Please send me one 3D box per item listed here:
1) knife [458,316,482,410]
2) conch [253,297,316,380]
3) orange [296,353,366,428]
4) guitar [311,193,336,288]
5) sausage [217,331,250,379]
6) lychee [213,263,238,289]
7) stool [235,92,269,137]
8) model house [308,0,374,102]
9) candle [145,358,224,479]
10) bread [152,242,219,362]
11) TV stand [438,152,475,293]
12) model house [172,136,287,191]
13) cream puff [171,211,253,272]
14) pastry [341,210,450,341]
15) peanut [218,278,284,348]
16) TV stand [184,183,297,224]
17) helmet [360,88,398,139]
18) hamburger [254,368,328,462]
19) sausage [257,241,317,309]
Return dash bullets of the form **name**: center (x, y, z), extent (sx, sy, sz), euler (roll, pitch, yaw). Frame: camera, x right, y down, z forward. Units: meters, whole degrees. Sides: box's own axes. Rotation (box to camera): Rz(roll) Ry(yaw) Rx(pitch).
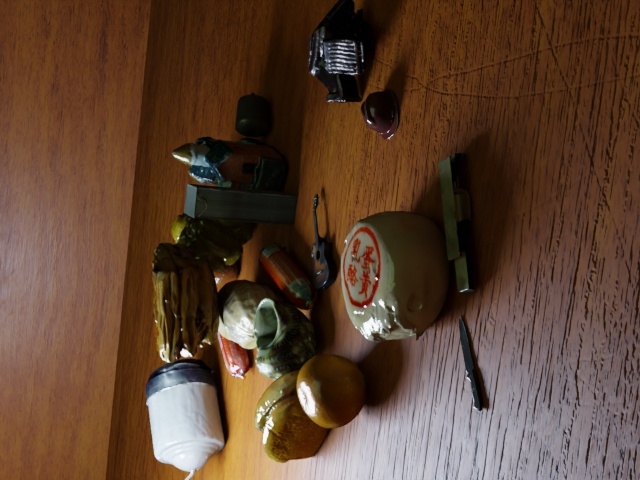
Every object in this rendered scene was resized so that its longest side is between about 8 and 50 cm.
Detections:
- **knife**: center (0.254, 0.209, 1.425), extent (0.023, 0.010, 0.170), euler (-39, 50, 49)
- **conch**: center (-0.090, 0.245, 1.969), extent (0.187, 0.124, 0.181), euler (29, 95, 52)
- **orange**: center (0.026, 0.310, 1.735), extent (0.159, 0.136, 0.158), euler (166, 90, -70)
- **guitar**: center (0.000, 0.000, 1.960), extent (0.088, 0.025, 0.233), euler (-38, 52, 57)
- **sausage**: center (-0.253, 0.287, 2.383), extent (0.074, 0.074, 0.274), euler (-64, 33, 37)
- **lychee**: center (-0.308, 0.090, 2.473), extent (0.140, 0.114, 0.101), euler (14, 72, 39)
- **stool**: center (-0.190, -0.349, 2.326), extent (0.096, 0.096, 0.110), euler (-32, 54, 59)
- **model house**: center (0.059, -0.397, 1.825), extent (0.164, 0.141, 0.203), euler (42, 149, 32)
- **candle**: center (-0.399, 0.542, 2.487), extent (0.221, 0.221, 0.342), euler (-55, 43, 47)
- **bread**: center (-0.353, 0.157, 2.173), extent (0.324, 0.167, 0.277), euler (-142, 51, -76)
- **TV stand**: center (0.241, -0.032, 1.452), extent (0.036, 0.042, 0.249), euler (-26, 63, 56)
- **model house**: center (-0.268, -0.192, 2.248), extent (0.253, 0.291, 0.184), euler (46, 122, 57)
- **cream puff**: center (-0.312, -0.023, 2.387), extent (0.244, 0.196, 0.244), euler (-33, 48, 45)
- **pastry**: center (0.134, 0.066, 1.561), extent (0.265, 0.133, 0.264), euler (180, 90, -64)
- **peanut**: center (-0.192, 0.186, 2.189), extent (0.174, 0.158, 0.340), euler (68, 163, -14)
- **TV stand**: center (-0.202, -0.091, 2.106), extent (0.088, 0.270, 0.082), euler (25, 108, 63)
- **helmet**: center (0.115, -0.266, 1.726), extent (0.089, 0.057, 0.111), euler (-50, 43, 47)
- **hamburger**: center (-0.069, 0.388, 1.895), extent (0.144, 0.157, 0.283), euler (-112, 34, -43)
- **sausage**: center (-0.073, 0.097, 2.034), extent (0.264, 0.083, 0.083), euler (48, 128, 54)
